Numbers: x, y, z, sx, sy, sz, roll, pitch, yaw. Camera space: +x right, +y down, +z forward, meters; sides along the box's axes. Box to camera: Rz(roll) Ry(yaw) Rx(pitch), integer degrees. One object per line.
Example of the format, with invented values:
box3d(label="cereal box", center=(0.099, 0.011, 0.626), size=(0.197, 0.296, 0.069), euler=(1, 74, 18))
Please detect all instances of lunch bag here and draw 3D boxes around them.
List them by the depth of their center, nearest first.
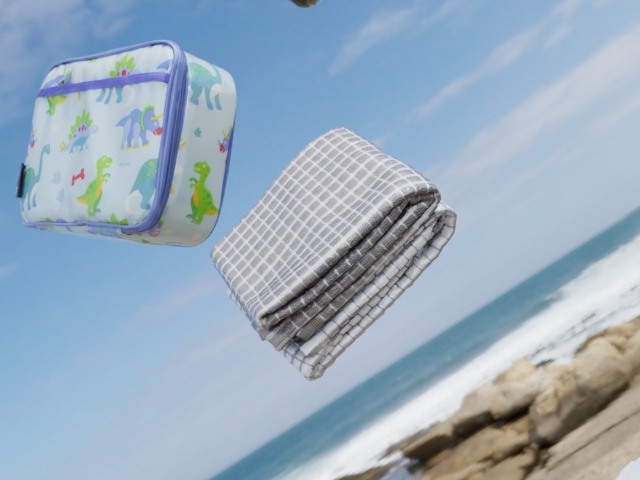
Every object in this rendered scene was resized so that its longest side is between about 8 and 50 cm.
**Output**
box3d(label="lunch bag", center=(-0.180, -0.087, 0.704), size=(0.219, 0.176, 0.090), euler=(5, -7, 40))

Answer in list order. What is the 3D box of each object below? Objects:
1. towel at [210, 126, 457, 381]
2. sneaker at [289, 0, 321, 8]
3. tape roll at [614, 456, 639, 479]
box3d(label="towel", center=(0.000, 0.000, 0.991), size=(0.284, 0.235, 0.121), euler=(-44, -51, -3))
box3d(label="sneaker", center=(-0.150, -0.451, 1.232), size=(0.139, 0.341, 0.125), euler=(-58, -4, 21))
box3d(label="tape roll", center=(0.321, 0.117, 0.454), size=(0.286, 0.100, 0.286), euler=(-28, -18, -10))
